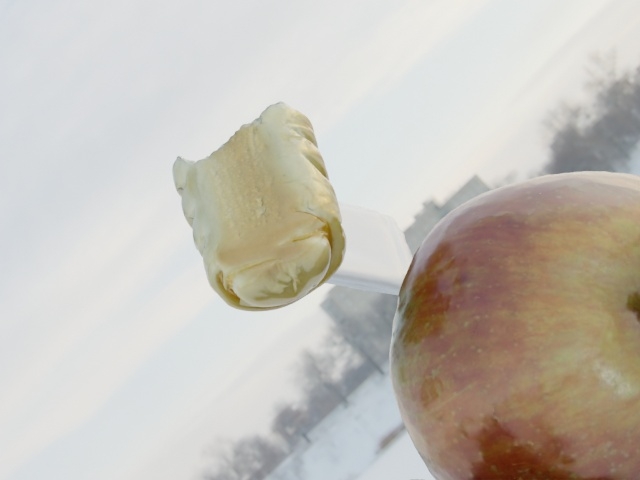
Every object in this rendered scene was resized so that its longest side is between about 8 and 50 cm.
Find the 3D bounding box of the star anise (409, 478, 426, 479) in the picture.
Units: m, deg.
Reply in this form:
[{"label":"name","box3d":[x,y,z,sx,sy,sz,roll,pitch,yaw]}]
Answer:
[{"label":"star anise","box3d":[0.092,0.339,1.428,0.190,0.126,0.220,-1,-5,-18]}]

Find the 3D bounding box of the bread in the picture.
[{"label":"bread","box3d":[-0.046,-0.024,0.958,0.119,0.177,0.084,-23,-35,6]}]

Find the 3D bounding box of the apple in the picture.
[{"label":"apple","box3d":[0.212,0.078,0.911,0.250,0.278,0.309,-17,8,43]}]

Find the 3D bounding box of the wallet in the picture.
[{"label":"wallet","box3d":[0.000,0.000,1.176,0.182,0.124,0.032,11,-55,-24]}]
